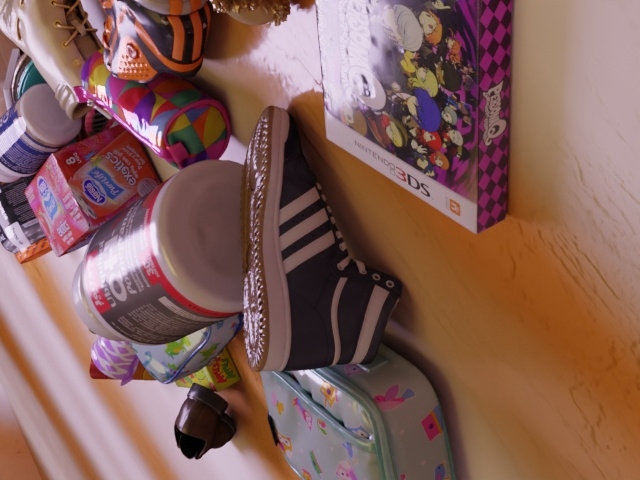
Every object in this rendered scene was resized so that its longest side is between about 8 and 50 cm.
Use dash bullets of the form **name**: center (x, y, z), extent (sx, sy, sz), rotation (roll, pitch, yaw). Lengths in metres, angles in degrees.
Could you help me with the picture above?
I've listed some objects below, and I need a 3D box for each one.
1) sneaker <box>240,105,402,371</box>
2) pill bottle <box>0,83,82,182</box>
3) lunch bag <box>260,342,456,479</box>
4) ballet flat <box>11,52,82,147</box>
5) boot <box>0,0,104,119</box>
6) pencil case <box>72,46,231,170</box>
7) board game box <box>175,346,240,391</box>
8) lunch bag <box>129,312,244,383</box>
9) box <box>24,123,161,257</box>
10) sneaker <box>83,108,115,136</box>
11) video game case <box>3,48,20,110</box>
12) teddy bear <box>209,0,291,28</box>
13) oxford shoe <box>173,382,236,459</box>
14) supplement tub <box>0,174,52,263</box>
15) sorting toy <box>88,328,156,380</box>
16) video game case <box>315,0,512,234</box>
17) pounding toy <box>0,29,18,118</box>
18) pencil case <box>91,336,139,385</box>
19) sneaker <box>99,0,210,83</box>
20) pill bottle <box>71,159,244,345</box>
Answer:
- **sneaker**: center (0.000, 0.000, 1.191), extent (0.099, 0.153, 0.282), rotation (136, 135, -66)
- **pill bottle**: center (-0.426, -0.150, 1.658), extent (0.169, 0.094, 0.094), rotation (-32, 86, 43)
- **lunch bag**: center (0.029, 0.196, 1.282), extent (0.279, 0.107, 0.224), rotation (28, 139, 52)
- **ballet flat**: center (-0.421, -0.223, 1.739), extent (0.316, 0.107, 0.106), rotation (108, 146, -55)
- **boot**: center (-0.323, -0.293, 1.481), extent (0.203, 0.095, 0.262), rotation (54, 137, 4)
- **pencil case**: center (-0.207, -0.164, 1.394), extent (0.236, 0.104, 0.104), rotation (33, 142, 45)
- **board game box**: center (-0.193, 0.180, 1.759), extent (0.181, 0.043, 0.092), rotation (-9, 106, 63)
- **lunch bag**: center (-0.212, 0.076, 1.599), extent (0.219, 0.090, 0.176), rotation (54, 128, 15)
- **box**: center (-0.341, -0.072, 1.697), extent (0.123, 0.128, 0.257), rotation (63, 155, -1)
- **sneaker**: center (-0.321, -0.208, 1.626), extent (0.057, 0.047, 0.119), rotation (47, 136, 44)
- **video game case**: center (-0.465, -0.220, 1.743), extent (0.122, 0.011, 0.087), rotation (98, 173, -53)
- **teddy bear**: center (-0.101, -0.349, 1.038), extent (0.245, 0.113, 0.338), rotation (36, 152, 56)
- **oxford shoe**: center (-0.189, 0.293, 1.759), extent (0.082, 0.096, 0.227), rotation (25, 161, 14)
- **supplement tub**: center (-0.568, -0.060, 2.145), extent (0.190, 0.117, 0.117), rotation (62, 154, 2)
- **sorting toy**: center (-0.303, 0.133, 1.893), extent (0.126, 0.127, 0.366), rotation (24, 141, 9)
- **video game case**: center (0.073, -0.148, 0.953), extent (0.210, 0.041, 0.232), rotation (37, 144, 40)
- **pounding toy**: center (-0.536, -0.222, 1.881), extent (0.181, 0.094, 0.206), rotation (108, 150, -56)
- **pencil case**: center (-0.285, 0.137, 1.780), extent (0.088, 0.086, 0.206), rotation (49, 132, 9)
- **sneaker**: center (-0.244, -0.293, 1.309), extent (0.321, 0.124, 0.180), rotation (48, 150, 28)
- **pill bottle**: center (-0.183, 0.030, 1.383), extent (0.318, 0.176, 0.176), rotation (-26, 91, 53)
